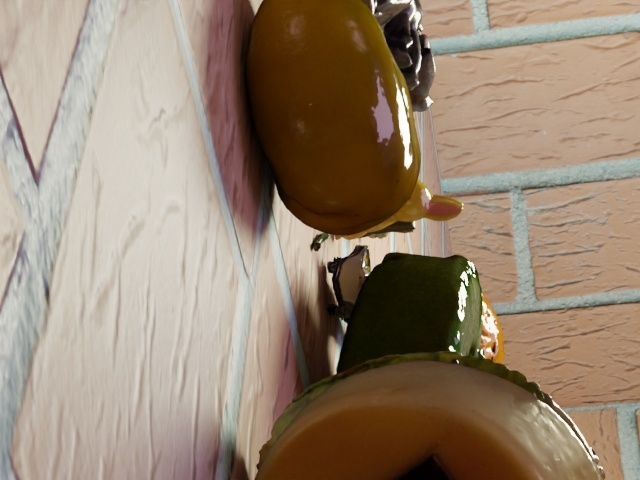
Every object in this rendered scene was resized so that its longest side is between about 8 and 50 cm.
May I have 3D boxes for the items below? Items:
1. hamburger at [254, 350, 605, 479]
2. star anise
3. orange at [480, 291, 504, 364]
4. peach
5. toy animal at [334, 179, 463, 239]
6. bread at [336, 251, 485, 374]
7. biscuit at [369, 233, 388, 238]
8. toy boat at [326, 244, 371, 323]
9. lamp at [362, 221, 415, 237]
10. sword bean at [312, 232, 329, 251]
[{"bbox_3d":[0.086,0.225,1.342,0.176,0.300,0.300,-8,93,-69],"label":"hamburger"},{"bbox_3d":[0.049,-0.300,2.115,0.316,0.139,0.359,-108,176,-61],"label":"star anise"},{"bbox_3d":[0.157,0.141,2.335,0.161,0.193,0.193,132,-43,-66],"label":"orange"},{"bbox_3d":[0.009,-0.128,1.601,0.251,0.153,0.251,-21,90,-89],"label":"peach"},{"bbox_3d":[0.091,-0.048,2.051,0.070,0.159,0.083,75,18,-44],"label":"toy animal"},{"bbox_3d":[0.095,0.201,1.811,0.366,0.129,0.382,86,15,-48],"label":"bread"},{"bbox_3d":[0.074,-0.133,2.388,0.252,0.052,0.150,-86,167,-51],"label":"biscuit"},{"bbox_3d":[0.048,0.074,1.997,0.210,0.066,0.084,67,21,-68],"label":"toy boat"},{"bbox_3d":[0.055,-0.119,2.111,0.325,0.089,0.090,73,13,-59],"label":"lamp"},{"bbox_3d":[0.000,0.000,1.899,0.083,0.012,0.012,-51,135,-78],"label":"sword bean"}]
